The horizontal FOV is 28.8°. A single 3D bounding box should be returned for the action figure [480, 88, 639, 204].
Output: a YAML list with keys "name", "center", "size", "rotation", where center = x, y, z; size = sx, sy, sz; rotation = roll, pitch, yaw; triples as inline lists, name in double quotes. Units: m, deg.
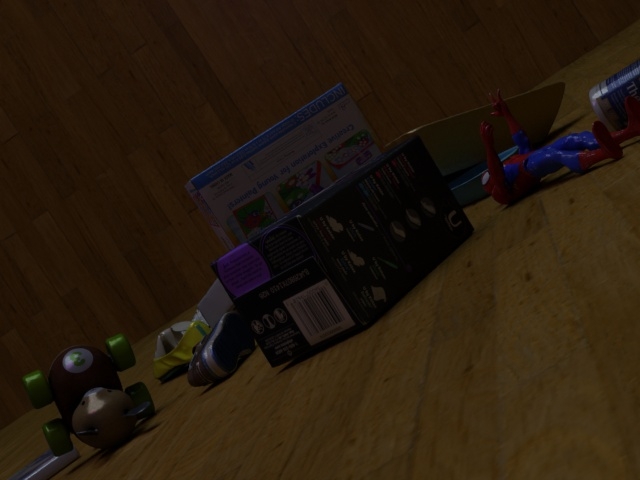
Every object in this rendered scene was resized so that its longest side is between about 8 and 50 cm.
- name: "action figure"
  center: [0.252, -0.128, 1.478]
  size: [0.091, 0.139, 0.280]
  rotation: [-34, 1, -27]

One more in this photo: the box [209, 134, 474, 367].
- name: "box"
  center: [0.031, 0.009, 1.457]
  size: [0.165, 0.143, 0.270]
  rotation: [-28, 6, 41]

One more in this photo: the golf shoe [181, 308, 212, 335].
- name: "golf shoe"
  center: [-0.208, 0.167, 2.303]
  size: [0.086, 0.069, 0.176]
  rotation: [-3, 26, 41]

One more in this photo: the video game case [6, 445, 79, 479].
- name: "video game case"
  center: [-0.469, 0.378, 1.898]
  size: [0.201, 0.023, 0.183]
  rotation: [-34, 4, -23]

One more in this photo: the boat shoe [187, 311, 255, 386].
- name: "boat shoe"
  center: [-0.145, 0.151, 1.735]
  size: [0.066, 0.066, 0.183]
  rotation: [-34, 3, 16]

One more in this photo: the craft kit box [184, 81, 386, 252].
- name: "craft kit box"
  center: [-0.007, -0.038, 1.629]
  size: [0.250, 0.247, 0.061]
  rotation: [-34, 0, -17]

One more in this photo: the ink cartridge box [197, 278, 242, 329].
- name: "ink cartridge box"
  center: [-0.055, 0.010, 2.026]
  size: [0.175, 0.069, 0.371]
  rotation: [-23, -17, -41]

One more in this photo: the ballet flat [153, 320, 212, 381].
- name: "ballet flat"
  center: [-0.233, 0.178, 2.088]
  size: [0.077, 0.077, 0.231]
  rotation: [-36, 4, -31]

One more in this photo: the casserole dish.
- name: "casserole dish"
  center: [0.239, -0.089, 1.839]
  size: [0.114, 0.037, 0.188]
  rotation: [-35, 3, -23]

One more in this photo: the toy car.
- name: "toy car"
  center: [-0.302, 0.224, 1.699]
  size: [0.155, 0.149, 0.188]
  rotation: [-24, 12, -17]

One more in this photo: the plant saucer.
- name: "plant saucer"
  center: [0.203, -0.135, 2.045]
  size: [0.332, 0.081, 0.332]
  rotation: [-20, -5, -31]

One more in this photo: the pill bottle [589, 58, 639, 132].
- name: "pill bottle"
  center: [0.390, -0.183, 1.498]
  size: [0.120, 0.067, 0.067]
  rotation: [-32, 4, 28]
